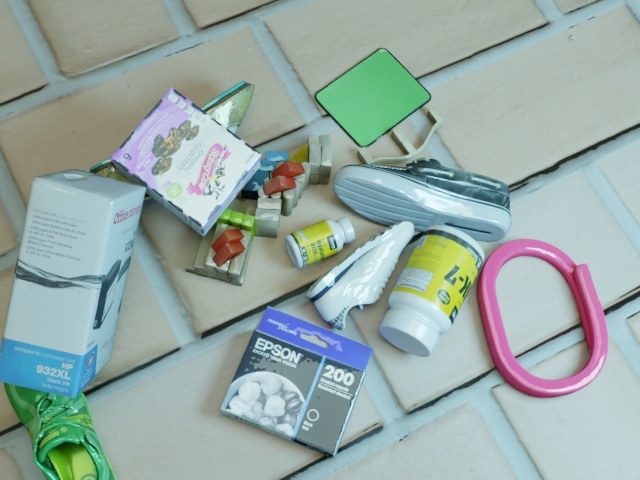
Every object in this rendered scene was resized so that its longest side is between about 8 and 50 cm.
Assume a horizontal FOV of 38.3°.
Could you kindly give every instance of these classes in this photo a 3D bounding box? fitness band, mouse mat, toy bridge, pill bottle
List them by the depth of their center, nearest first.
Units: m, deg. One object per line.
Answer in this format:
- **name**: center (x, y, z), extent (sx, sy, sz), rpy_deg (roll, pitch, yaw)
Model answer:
- **pill bottle**: center (0.190, 0.088, 1.592), extent (0.119, 0.119, 0.209), rpy_deg (28, 69, 6)
- **fitness band**: center (0.390, 0.133, 1.630), extent (0.209, 0.054, 0.291), rpy_deg (-8, 68, -5)
- **pill bottle**: center (0.000, 0.000, 1.639), extent (0.116, 0.065, 0.065), rpy_deg (-23, 72, -13)
- **toy bridge**: center (0.158, -0.183, 1.747), extent (0.188, 0.026, 0.063), rpy_deg (-31, 75, -15)
- **mouse mat**: center (0.103, -0.279, 1.791), extent (0.189, 0.007, 0.153), rpy_deg (-37, 76, -16)

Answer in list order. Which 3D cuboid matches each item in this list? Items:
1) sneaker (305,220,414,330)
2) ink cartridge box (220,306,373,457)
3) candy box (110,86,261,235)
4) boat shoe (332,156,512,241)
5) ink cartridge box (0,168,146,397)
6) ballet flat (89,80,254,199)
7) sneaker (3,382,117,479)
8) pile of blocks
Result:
- **sneaker**: center (0.085, 0.056, 1.624), extent (0.235, 0.090, 0.095), rpy_deg (-39, 89, -14)
- **ink cartridge box**: center (-0.035, 0.232, 1.556), extent (0.206, 0.045, 0.208), rpy_deg (20, 67, 4)
- **candy box**: center (-0.225, -0.133, 1.561), extent (0.196, 0.070, 0.165), rpy_deg (36, 76, 3)
- **boat shoe**: center (0.187, -0.089, 1.677), extent (0.335, 0.121, 0.119), rpy_deg (15, 60, -10)
- **ink cartridge box**: center (-0.383, 0.057, 1.435), extent (0.129, 0.223, 0.308), rpy_deg (13, 98, 0)
- **ballet flat**: center (-0.247, -0.160, 1.665), extent (0.348, 0.123, 0.123), rpy_deg (-33, 75, -16)
- **sneaker**: center (-0.407, 0.301, 1.453), extent (0.109, 0.123, 0.295), rpy_deg (-32, 74, -15)
- **pile of blocks**: center (-0.108, -0.084, 1.638), extent (0.149, 0.113, 0.362), rpy_deg (37, 70, 9)
